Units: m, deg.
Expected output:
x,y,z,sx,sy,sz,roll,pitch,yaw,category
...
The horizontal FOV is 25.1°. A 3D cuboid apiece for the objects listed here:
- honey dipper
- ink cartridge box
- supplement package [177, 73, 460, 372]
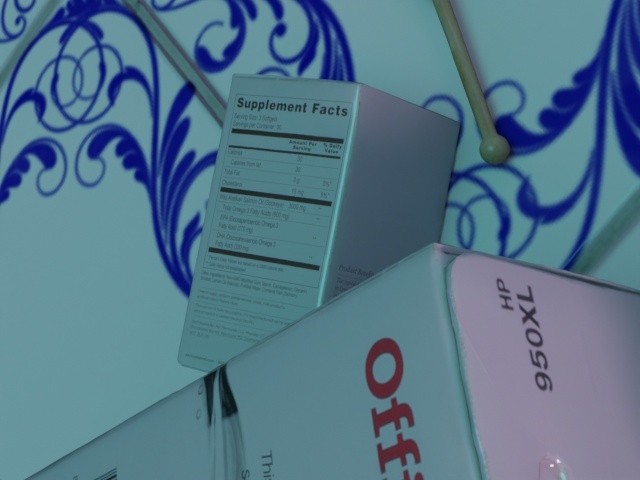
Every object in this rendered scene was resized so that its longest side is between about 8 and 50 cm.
x,y,z,sx,sy,sz,roll,pitch,yaw,category
0.083,-0.118,0.871,0.030,0.030,0.160,-30,68,31,honey dipper
0.006,0.213,0.723,0.395,0.166,0.285,-32,58,42,ink cartridge box
0.000,0.000,0.861,0.105,0.105,0.179,9,86,39,supplement package
